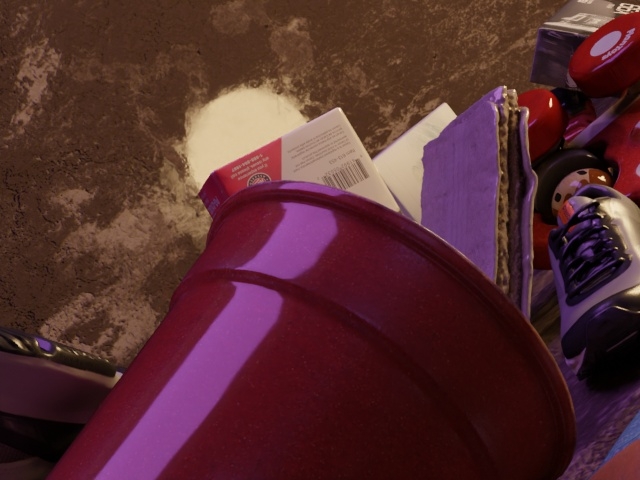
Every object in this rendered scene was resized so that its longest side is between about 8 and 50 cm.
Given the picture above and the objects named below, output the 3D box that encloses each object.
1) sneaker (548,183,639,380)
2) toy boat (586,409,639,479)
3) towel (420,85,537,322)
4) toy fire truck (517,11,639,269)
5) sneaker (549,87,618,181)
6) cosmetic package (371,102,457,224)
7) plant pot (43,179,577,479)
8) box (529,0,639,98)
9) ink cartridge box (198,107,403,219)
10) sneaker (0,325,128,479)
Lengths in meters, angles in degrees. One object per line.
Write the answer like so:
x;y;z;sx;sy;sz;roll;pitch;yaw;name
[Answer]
0.215;0.025;1.065;0.100;0.108;0.271;-36;4;18;sneaker
0.094;0.118;0.457;0.318;0.148;0.267;-37;2;31;toy boat
0.148;0.006;1.341;0.187;0.049;0.282;143;133;-67;towel
0.305;-0.080;1.369;0.302;0.169;0.254;-40;20;4;toy fire truck
0.327;-0.082;1.727;0.098;0.135;0.276;-25;30;20;sneaker
0.153;-0.037;1.941;0.138;0.224;0.225;-37;2;45;cosmetic package
-0.033;0.151;0.804;0.265;0.272;0.272;-49;7;-32;plant pot
0.426;-0.250;1.823;0.307;0.242;0.076;-42;-38;-64;box
0.000;0.000;1.535;0.172;0.237;0.100;-29;-4;-19;ink cartridge box
-0.195;0.205;0.970;0.447;0.169;0.257;35;-109;-66;sneaker
